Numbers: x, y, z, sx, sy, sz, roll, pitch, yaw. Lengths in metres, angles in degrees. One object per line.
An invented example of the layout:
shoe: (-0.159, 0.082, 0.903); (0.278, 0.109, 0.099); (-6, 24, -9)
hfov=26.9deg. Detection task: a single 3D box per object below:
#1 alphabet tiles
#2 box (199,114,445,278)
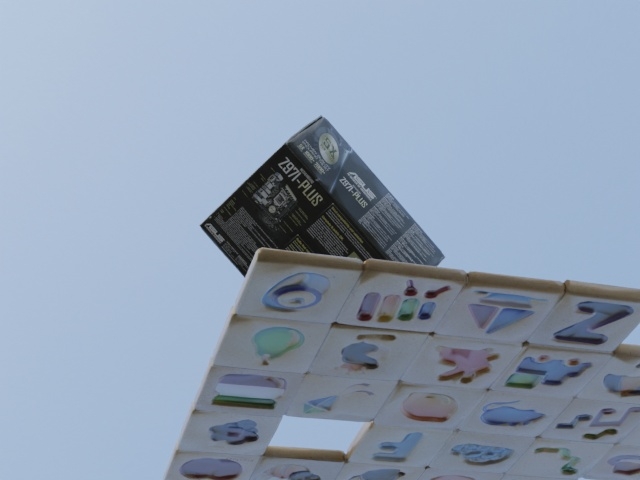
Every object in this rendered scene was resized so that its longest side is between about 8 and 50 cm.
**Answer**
alphabet tiles: (0.065, 0.071, 0.580); (0.237, 0.198, 0.009); (6, -125, -14)
box: (0.000, 0.000, 1.270); (0.180, 0.077, 0.147); (48, -52, 0)
